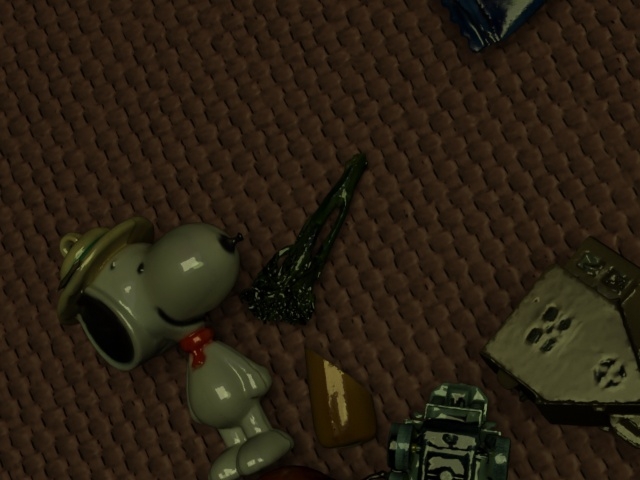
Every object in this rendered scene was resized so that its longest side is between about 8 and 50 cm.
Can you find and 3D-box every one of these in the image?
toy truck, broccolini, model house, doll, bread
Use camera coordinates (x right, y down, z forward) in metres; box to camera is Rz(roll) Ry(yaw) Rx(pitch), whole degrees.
[{"bbox_3d":[0.115,0.260,1.180,0.108,0.140,0.256,5,85,10],"label":"toy truck"},{"bbox_3d":[-0.003,0.001,1.301,0.074,0.058,0.201,34,71,-1],"label":"broccolini"},{"bbox_3d":[0.295,0.127,1.144,0.248,0.181,0.176,38,88,19],"label":"model house"},{"bbox_3d":[-0.148,0.109,1.251,0.208,0.144,0.271,-9,97,29],"label":"doll"},{"bbox_3d":[0.020,0.152,1.257,0.062,0.049,0.103,-9,80,8],"label":"bread"}]

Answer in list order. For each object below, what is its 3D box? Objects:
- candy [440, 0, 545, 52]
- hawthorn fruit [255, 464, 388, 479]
[{"bbox_3d":[0.244,-0.348,1.300,0.331,0.077,0.187,-33,78,0],"label":"candy"},{"bbox_3d":[-0.010,0.281,1.186,0.194,0.157,0.157,-45,76,-5],"label":"hawthorn fruit"}]
